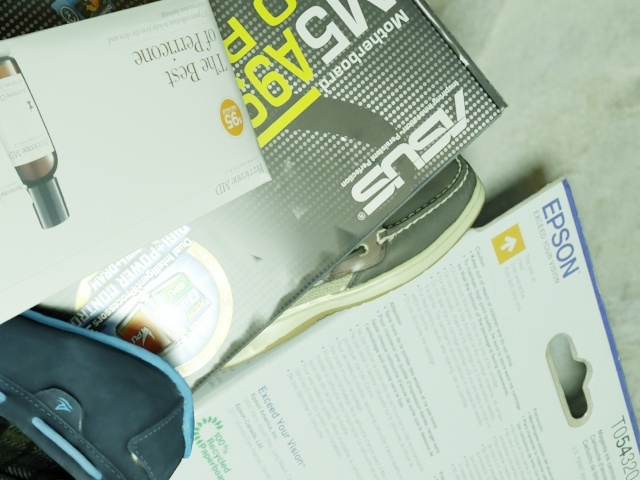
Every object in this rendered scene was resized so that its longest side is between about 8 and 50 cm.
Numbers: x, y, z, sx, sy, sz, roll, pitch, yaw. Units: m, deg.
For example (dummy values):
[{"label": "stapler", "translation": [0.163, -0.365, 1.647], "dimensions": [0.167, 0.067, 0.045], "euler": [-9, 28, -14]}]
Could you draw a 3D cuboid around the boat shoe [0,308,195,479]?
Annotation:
[{"label": "boat shoe", "translation": [-0.192, 0.070, 0.490], "dimensions": [0.258, 0.089, 0.109], "euler": [6, 124, 17]}]

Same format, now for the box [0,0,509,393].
[{"label": "box", "translation": [-0.069, -0.064, 0.542], "dimensions": [0.270, 0.060, 0.216], "euler": [-41, 103, -3]}]

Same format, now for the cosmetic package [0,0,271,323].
[{"label": "cosmetic package", "translation": [-0.120, -0.028, 0.401], "dimensions": [0.239, 0.060, 0.099], "euler": [-34, 111, -51]}]

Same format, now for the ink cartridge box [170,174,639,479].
[{"label": "ink cartridge box", "translation": [0.069, 0.153, 0.740], "dimensions": [0.330, 0.071, 0.324], "euler": [-32, 122, -13]}]

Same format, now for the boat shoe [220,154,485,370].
[{"label": "boat shoe", "translation": [-0.001, 0.000, 0.630], "dimensions": [0.224, 0.080, 0.073], "euler": [-30, 127, -5]}]
